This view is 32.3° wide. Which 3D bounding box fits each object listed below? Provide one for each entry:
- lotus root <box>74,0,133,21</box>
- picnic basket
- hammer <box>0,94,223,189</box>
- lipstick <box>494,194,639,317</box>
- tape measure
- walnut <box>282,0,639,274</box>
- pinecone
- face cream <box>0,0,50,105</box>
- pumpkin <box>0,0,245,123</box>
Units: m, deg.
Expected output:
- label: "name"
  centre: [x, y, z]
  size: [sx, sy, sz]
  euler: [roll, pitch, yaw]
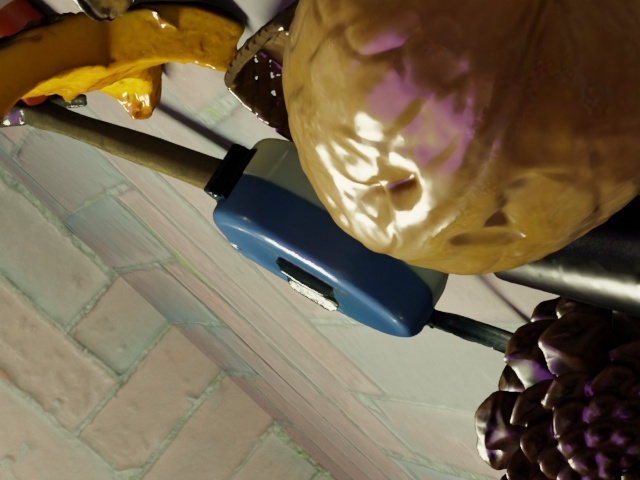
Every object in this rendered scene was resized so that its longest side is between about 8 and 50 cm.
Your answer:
- label: "lotus root"
  centre: [-0.194, -0.306, 0.726]
  size: [0.329, 0.078, 0.167]
  euler: [56, -163, -35]
- label: "picnic basket"
  centre: [-0.005, -0.125, 0.827]
  size: [0.110, 0.055, 0.193]
  euler: [38, 167, -12]
- label: "hammer"
  centre: [-0.219, -0.106, 1.264]
  size: [0.440, 0.168, 0.044]
  euler: [21, 127, 31]
- label: "lipstick"
  centre: [0.243, 0.019, 0.600]
  size: [0.077, 0.077, 0.418]
  euler: [50, 161, -26]
- label: "tape measure"
  centre: [0.066, 0.035, 0.938]
  size: [0.351, 0.098, 0.215]
  euler: [28, 171, 12]
- label: "walnut"
  centre: [0.076, -0.082, 0.543]
  size: [0.193, 0.193, 0.226]
  euler: [38, 160, 11]
- label: "pinecone"
  centre: [0.206, 0.121, 0.772]
  size: [0.207, 0.208, 0.208]
  euler: [38, 164, 13]
- label: "face cream"
  centre: [-0.390, -0.260, 1.291]
  size: [0.214, 0.096, 0.096]
  euler: [41, 164, 2]
- label: "pumpkin"
  centre: [-0.223, -0.150, 0.982]
  size: [0.290, 0.258, 0.095]
  euler: [-1, 102, 64]
